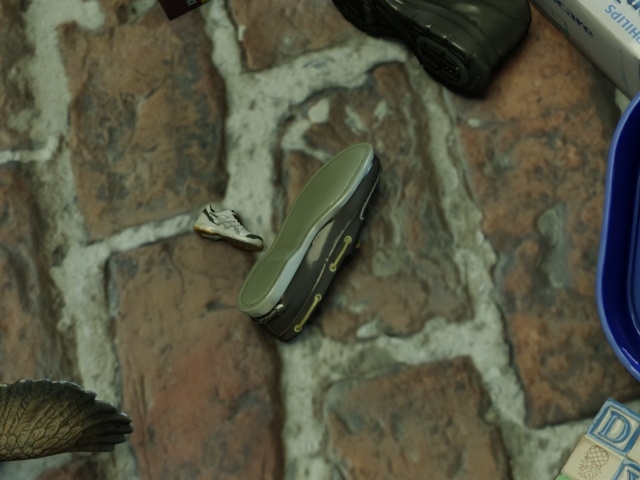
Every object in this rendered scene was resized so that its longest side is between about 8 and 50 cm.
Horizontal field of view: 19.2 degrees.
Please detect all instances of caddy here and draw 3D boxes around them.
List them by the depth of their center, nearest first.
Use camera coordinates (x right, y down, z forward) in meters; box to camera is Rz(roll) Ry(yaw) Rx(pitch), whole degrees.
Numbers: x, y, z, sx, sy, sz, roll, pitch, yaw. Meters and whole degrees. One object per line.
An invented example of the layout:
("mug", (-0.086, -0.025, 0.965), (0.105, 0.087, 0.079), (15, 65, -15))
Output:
("caddy", (0.388, -0.007, 1.765), (0.241, 0.179, 0.341), (5, 88, 18))

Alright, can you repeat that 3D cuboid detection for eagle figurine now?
("eagle figurine", (-0.357, 0.232, 1.885), (0.298, 0.226, 0.225), (16, 49, 26))

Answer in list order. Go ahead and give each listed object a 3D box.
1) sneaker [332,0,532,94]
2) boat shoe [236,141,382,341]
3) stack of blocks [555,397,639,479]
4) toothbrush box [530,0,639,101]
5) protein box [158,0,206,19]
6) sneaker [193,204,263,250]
("sneaker", (0.108, -0.277, 2.077), (0.286, 0.109, 0.130), (40, 69, 20))
("boat shoe", (0.000, 0.000, 1.976), (0.081, 0.069, 0.227), (7, 58, 56))
("stack of blocks", (0.344, 0.295, 1.707), (0.297, 0.087, 0.171), (30, 75, 18))
("toothbrush box", (0.384, -0.312, 1.996), (0.295, 0.126, 0.216), (-38, 62, -7))
("protein box", (-0.139, -0.402, 2.169), (0.201, 0.136, 0.199), (-27, 61, 0))
("sneaker", (-0.095, -0.016, 2.025), (0.083, 0.032, 0.037), (19, 70, 21))
